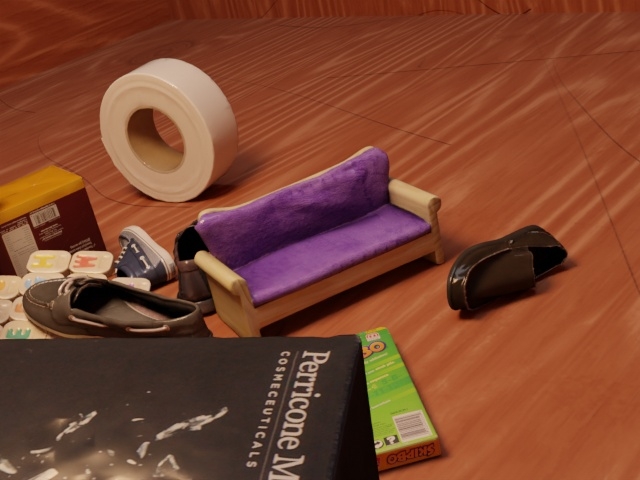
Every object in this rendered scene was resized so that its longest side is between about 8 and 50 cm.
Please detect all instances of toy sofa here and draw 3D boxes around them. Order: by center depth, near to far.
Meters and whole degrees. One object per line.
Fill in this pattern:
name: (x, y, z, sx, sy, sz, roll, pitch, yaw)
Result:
toy sofa: (0.000, 0.000, 1.413, 0.362, 0.177, 0.150, -22, 26, -21)

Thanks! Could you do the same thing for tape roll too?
tape roll: (-0.314, -0.224, 1.903, 0.286, 0.286, 0.100, 2, 30, 30)

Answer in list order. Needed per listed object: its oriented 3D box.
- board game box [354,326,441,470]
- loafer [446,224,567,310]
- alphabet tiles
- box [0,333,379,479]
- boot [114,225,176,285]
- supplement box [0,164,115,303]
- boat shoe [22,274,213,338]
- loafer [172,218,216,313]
board game box: (0.054, 0.193, 1.151, 0.124, 0.039, 0.259, -14, 28, -4)
loafer: (0.269, 0.037, 1.316, 0.220, 0.080, 0.078, -28, 29, -30)
alphabet tiles: (-0.415, 0.111, 1.452, 0.277, 0.021, 0.284, 1, 39, -1)
box: (-0.213, 0.319, 0.642, 0.471, 0.298, 0.480, -1, 32, 10)
boot: (-0.334, 0.031, 1.630, 0.086, 0.069, 0.190, -24, 29, -28)
supplement box: (-0.498, 0.000, 1.626, 0.191, 0.194, 0.129, -29, 30, -30)
boat shoe: (-0.304, 0.097, 1.368, 0.335, 0.096, 0.112, 15, 37, 22)
loafer: (-0.199, 0.015, 1.568, 0.109, 0.095, 0.302, -12, 25, 1)
